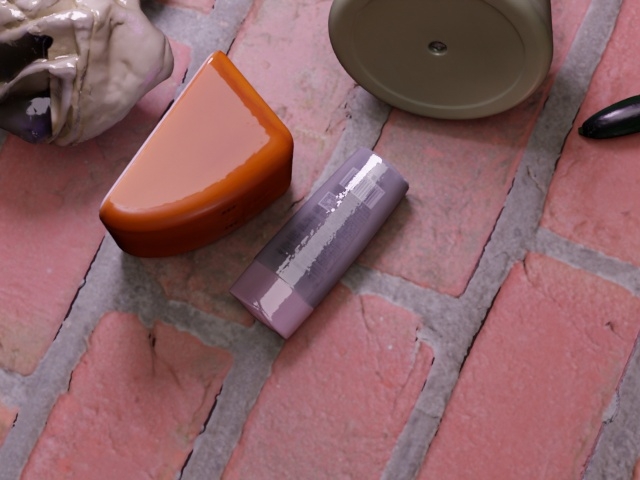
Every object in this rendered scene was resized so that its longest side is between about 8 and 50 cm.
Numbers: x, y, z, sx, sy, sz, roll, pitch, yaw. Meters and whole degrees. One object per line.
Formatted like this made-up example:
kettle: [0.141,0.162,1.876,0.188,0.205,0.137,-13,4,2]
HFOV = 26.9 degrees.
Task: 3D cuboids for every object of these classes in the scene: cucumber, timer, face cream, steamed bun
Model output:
cucumber: [0.486,-0.192,1.809,0.284,0.056,0.056,-21,76,3]
timer: [-0.168,-0.080,1.725,0.250,0.257,0.161,-40,84,-8]
face cream: [0.000,0.000,1.784,0.107,0.073,0.269,38,81,16]
timer: [0.180,-0.367,1.789,0.291,0.290,0.315,10,57,6]
steamed bun: [-0.373,-0.250,1.764,0.320,0.275,0.206,18,50,21]
